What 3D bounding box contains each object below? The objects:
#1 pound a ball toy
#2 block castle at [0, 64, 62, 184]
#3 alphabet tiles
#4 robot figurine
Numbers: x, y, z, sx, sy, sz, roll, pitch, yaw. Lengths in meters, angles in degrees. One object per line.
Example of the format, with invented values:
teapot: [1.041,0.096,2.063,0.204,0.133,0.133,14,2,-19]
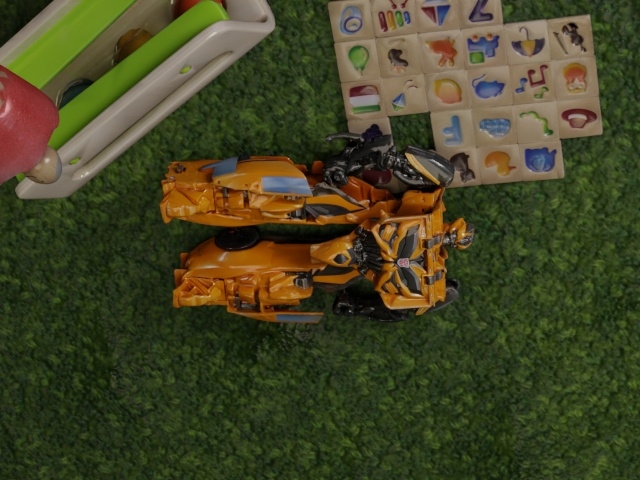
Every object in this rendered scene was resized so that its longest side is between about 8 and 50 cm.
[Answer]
pound a ball toy: [-0.184,-0.210,1.722,0.319,0.136,0.208,-37,77,25]
block castle: [-0.334,-0.214,1.536,0.453,0.303,0.213,10,151,42]
alphabet tiles: [0.138,-0.142,1.756,0.237,0.009,0.198,-5,115,11]
robot figurine: [0.000,0.000,1.799,0.291,0.085,0.211,1,124,10]
